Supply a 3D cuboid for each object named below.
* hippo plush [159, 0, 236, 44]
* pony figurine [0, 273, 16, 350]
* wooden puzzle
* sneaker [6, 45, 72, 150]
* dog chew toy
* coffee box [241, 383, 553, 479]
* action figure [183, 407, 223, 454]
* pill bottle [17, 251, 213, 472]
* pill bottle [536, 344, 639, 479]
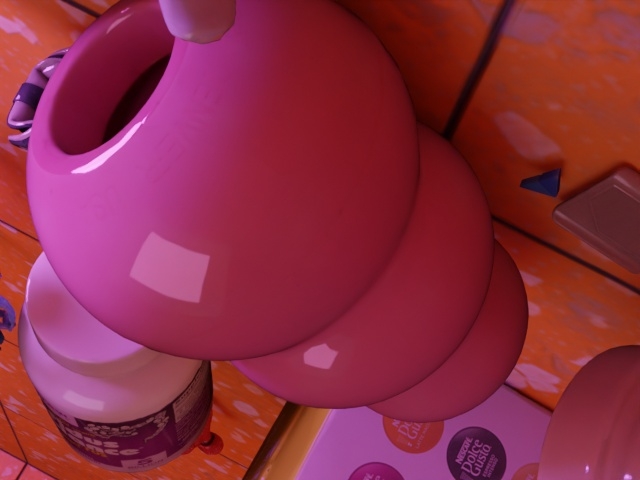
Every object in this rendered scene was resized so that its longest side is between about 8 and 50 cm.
[{"bbox_3d":[-0.089,-0.208,0.407,0.294,0.234,0.236,16,180,37],"label":"hippo plush"},{"bbox_3d":[-0.399,0.025,1.069,0.351,0.303,0.363,52,141,33],"label":"pony figurine"},{"bbox_3d":[0.176,-0.011,0.684,0.116,0.014,0.078,35,152,-15],"label":"wooden puzzle"},{"bbox_3d":[-0.149,-0.052,0.855,0.163,0.086,0.226,26,150,-22],"label":"sneaker"},{"bbox_3d":[0.000,0.000,0.685,0.207,0.206,0.332,4,154,45],"label":"dog chew toy"},{"bbox_3d":[0.071,0.321,1.074,0.334,0.337,0.338,31,158,-4],"label":"coffee box"},{"bbox_3d":[-0.233,0.174,1.433,0.139,0.091,0.280,-12,134,48],"label":"action figure"},{"bbox_3d":[-0.187,0.102,1.131,0.169,0.169,0.301,25,157,9],"label":"pill bottle"},{"bbox_3d":[0.303,0.148,0.616,0.363,0.210,0.210,1,144,49],"label":"pill bottle"}]
